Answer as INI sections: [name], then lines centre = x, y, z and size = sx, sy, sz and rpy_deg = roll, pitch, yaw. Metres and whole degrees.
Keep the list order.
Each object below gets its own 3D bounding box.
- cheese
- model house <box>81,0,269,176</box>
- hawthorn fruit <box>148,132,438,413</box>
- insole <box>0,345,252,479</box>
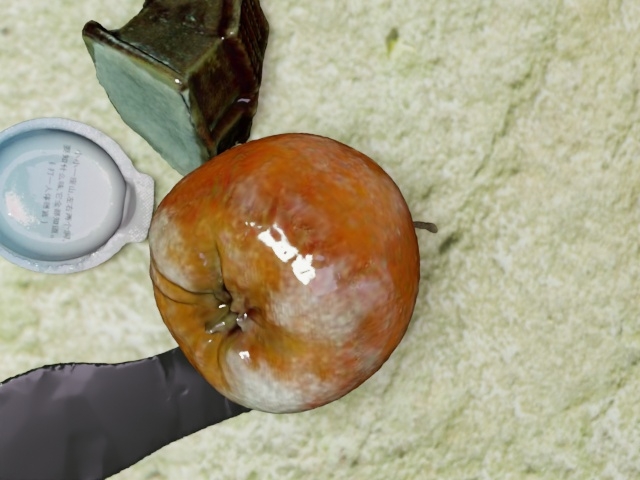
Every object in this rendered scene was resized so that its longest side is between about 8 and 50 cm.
[cheese]
centre = -0.261, -0.043, 1.216
size = 0.245, 0.052, 0.135
rpy_deg = 8, 88, -22
[model house]
centre = -0.103, -0.155, 1.259
size = 0.152, 0.106, 0.165
rpy_deg = -48, 145, -24
[hawthorn fruit]
centre = -0.031, 0.011, 1.228
size = 0.231, 0.263, 0.235
rpy_deg = -3, 137, 11
[insole]
centre = -0.170, 0.146, 1.289
size = 0.348, 0.009, 0.119
rpy_deg = -18, 102, -20
